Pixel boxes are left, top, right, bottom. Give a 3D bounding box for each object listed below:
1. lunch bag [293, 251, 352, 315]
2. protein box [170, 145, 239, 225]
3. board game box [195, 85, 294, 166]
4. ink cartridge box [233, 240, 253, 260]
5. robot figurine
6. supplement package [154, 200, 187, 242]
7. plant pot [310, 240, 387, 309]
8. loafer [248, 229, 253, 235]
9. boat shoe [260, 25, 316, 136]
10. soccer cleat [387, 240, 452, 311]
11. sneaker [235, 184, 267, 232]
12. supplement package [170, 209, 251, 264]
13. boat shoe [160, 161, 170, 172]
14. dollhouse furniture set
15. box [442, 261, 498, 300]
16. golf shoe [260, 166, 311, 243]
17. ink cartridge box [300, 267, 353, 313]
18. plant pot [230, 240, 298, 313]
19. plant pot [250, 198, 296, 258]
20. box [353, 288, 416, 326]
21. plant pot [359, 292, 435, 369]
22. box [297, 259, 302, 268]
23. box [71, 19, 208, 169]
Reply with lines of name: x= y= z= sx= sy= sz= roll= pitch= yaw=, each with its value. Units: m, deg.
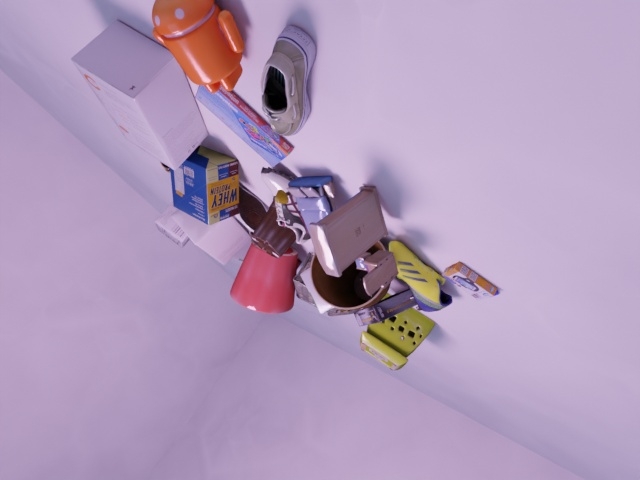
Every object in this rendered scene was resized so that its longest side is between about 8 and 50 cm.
lunch bag: x=0.048 y=0.204 z=1.769 sx=0.287 sy=0.168 sz=0.235 roll=26 pitch=160 yaw=10
protein box: x=-0.394 y=-0.192 z=1.483 sx=0.200 sy=0.136 sz=0.201 roll=25 pitch=125 yaw=31
board game box: x=-0.204 y=-0.313 z=1.155 sx=0.281 sy=0.027 sz=0.145 roll=41 pitch=163 yaw=-15
ink cartridge box: x=-0.480 y=-0.019 z=2.140 sx=0.289 sy=0.121 sz=0.211 roll=29 pitch=180 yaw=21
robot figurine: x=-0.238 y=-0.396 z=0.849 sx=0.158 sy=0.128 sz=0.219 roll=46 pitch=172 yaw=39
supplement package: x=-0.590 y=-0.121 z=1.941 sx=0.145 sy=0.261 sz=0.204 roll=39 pitch=162 yaw=-8
plant pot: x=0.123 y=0.114 z=1.357 sx=0.237 sy=0.237 sz=0.254 roll=27 pitch=174 yaw=26
loafer: x=-0.270 y=-0.069 z=1.768 sx=0.269 sy=0.092 sz=0.102 roll=30 pitch=159 yaw=13
boat shoe: x=-0.082 y=-0.293 z=0.876 sx=0.109 sy=0.094 sz=0.302 roll=34 pitch=162 yaw=5
soccer cleat: x=0.285 y=0.096 z=1.239 sx=0.121 sy=0.093 sz=0.289 roll=-17 pitch=126 yaw=30
sneaker: x=-0.301 y=-0.140 z=1.656 sx=0.290 sy=0.106 sz=0.123 roll=51 pitch=162 yaw=-9
supplement package: x=-0.435 y=-0.052 z=1.780 sx=0.175 sy=0.177 sz=0.293 roll=44 pitch=172 yaw=20
boat shoe: x=-0.578 y=-0.321 z=1.692 sx=0.117 sy=0.096 sz=0.324 roll=38 pitch=162 yaw=-7
dollhouse furniture set: x=0.000 y=0.000 z=1.149 sx=0.303 sy=0.198 sz=0.286 roll=10 pitch=127 yaw=46
box: x=0.393 y=0.112 z=1.136 sx=0.136 sy=0.028 sz=0.081 roll=37 pitch=162 yaw=3
golf shoe: x=-0.094 y=-0.106 z=1.321 sx=0.273 sy=0.120 sz=0.105 roll=46 pitch=162 yaw=-28
ink cartridge box: x=0.045 y=0.143 z=1.496 sx=0.087 sy=0.208 sz=0.153 roll=-32 pitch=81 yaw=29
plant pot: x=-0.216 y=0.136 z=1.816 sx=0.275 sy=0.243 sz=0.275 roll=14 pitch=-167 yaw=-3
plant pot: x=-0.142 y=-0.038 z=1.504 sx=0.167 sy=0.165 sz=0.167 roll=32 pitch=162 yaw=12
box: x=0.228 y=0.221 z=1.454 sx=0.056 sy=0.183 sz=0.231 roll=67 pitch=163 yaw=9
plant pot: x=0.277 y=0.364 z=1.682 sx=0.228 sy=0.207 sz=0.227 roll=32 pitch=162 yaw=15
box: x=-0.193 y=0.137 z=2.084 sx=0.123 sy=0.128 sz=0.257 roll=37 pitch=162 yaw=-4
box: x=-0.490 y=-0.394 z=1.240 sx=0.215 sy=0.168 sz=0.345 roll=33 pitch=162 yaw=11
